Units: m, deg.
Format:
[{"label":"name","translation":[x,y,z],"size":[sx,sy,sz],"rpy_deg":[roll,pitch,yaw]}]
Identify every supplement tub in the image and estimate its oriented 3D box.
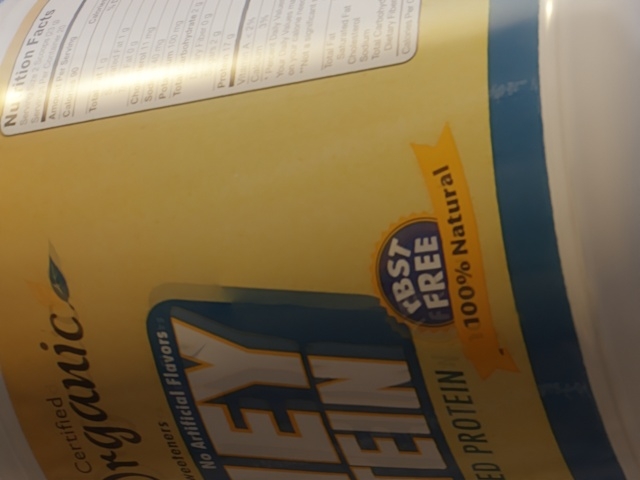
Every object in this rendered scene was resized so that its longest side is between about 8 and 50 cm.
[{"label":"supplement tub","translation":[0.000,0.000,0.412],"size":[0.199,0.144,0.144],"rpy_deg":[-9,-62,24]}]
